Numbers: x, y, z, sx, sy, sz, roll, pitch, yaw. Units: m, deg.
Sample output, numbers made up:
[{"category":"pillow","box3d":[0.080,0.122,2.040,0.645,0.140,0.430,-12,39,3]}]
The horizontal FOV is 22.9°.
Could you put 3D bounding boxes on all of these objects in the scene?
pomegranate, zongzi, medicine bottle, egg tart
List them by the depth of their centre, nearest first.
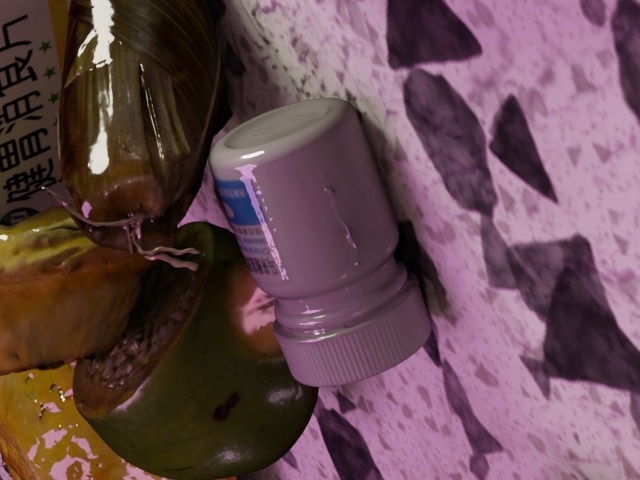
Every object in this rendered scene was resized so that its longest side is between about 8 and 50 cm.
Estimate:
[{"category":"medicine bottle","box3d":[0.000,0.000,1.030,0.105,0.105,0.168,11,127,59]},{"category":"zongzi","box3d":[-0.133,-0.132,1.038,0.248,0.111,0.241,-83,-17,-63]},{"category":"egg tart","box3d":[-0.239,0.037,1.141,0.288,0.288,0.118,-2,94,63]},{"category":"pomegranate","box3d":[-0.063,0.078,1.203,0.159,0.241,0.190,34,-168,-23]},{"category":"egg tart","box3d":[-0.224,0.203,1.600,0.443,0.178,0.443,47,153,32]}]

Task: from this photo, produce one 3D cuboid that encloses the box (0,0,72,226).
[{"category":"box","box3d":[-0.247,-0.138,1.275,0.145,0.173,0.333,48,153,32]}]
